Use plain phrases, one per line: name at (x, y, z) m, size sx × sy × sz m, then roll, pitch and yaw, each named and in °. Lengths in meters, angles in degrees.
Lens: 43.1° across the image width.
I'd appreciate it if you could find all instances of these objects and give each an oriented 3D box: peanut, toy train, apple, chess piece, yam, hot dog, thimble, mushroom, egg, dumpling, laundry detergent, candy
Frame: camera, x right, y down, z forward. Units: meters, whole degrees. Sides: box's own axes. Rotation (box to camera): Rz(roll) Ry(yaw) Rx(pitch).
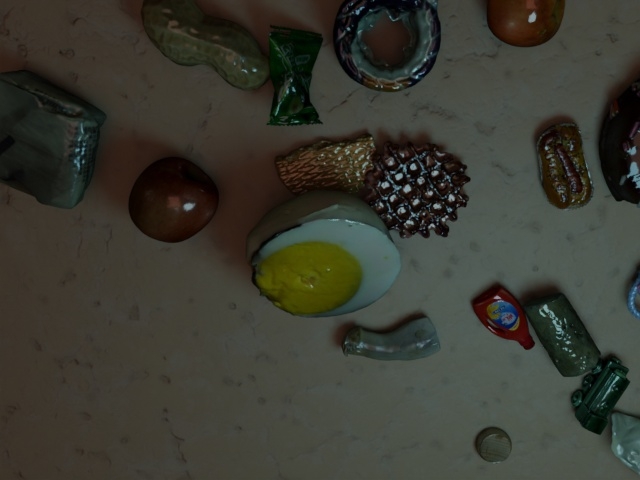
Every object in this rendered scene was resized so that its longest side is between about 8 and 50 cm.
peanut at (-0.238, -0.410, 1.690) m, size 0.298 × 0.120 × 0.136 m, roll 27°, pitch 127°, yaw -5°
toy train at (0.639, 0.348, 1.844) m, size 0.071 × 0.111 × 0.170 m, roll 25°, pitch 103°, yaw -9°
apple at (0.411, -0.469, 1.632) m, size 0.139 × 0.163 × 0.163 m, roll 12°, pitch 106°, yaw 28°
chess piece at (0.411, 0.486, 1.923) m, size 0.083 × 0.038 × 0.084 m, roll 1°, pitch 102°, yaw 4°
yam at (0.537, 0.202, 1.813) m, size 0.107 × 0.107 × 0.194 m, roll -32°, pitch 99°, yaw 9°
hot dog at (0.527, -0.158, 1.754) m, size 0.108 × 0.059 × 0.191 m, roll -17°, pitch 100°, yaw 2°
thimble at (0.141, -0.420, 1.656) m, size 0.237 × 0.150 × 0.237 m, roll 0°, pitch 102°, yaw 2°
mushroom at (0.159, 0.232, 1.851) m, size 0.223 × 0.081 × 0.092 m, roll -6°, pitch 122°, yaw 6°
egg at (0.000, 0.000, 1.730) m, size 0.337 × 0.201 × 0.337 m, roll -6°, pitch 142°, yaw -5°
dumpling at (0.745, 0.494, 1.859) m, size 0.229 × 0.151 × 0.124 m, roll 36°, pitch 129°, yaw -7°
laundry detergent at (0.425, 0.186, 1.844) m, size 0.097 × 0.049 × 0.165 m, roll -34°, pitch 102°, yaw 26°
apple at (-0.314, -0.085, 1.741) m, size 0.181 × 0.181 × 0.168 m, roll 31°, pitch 111°, yaw -5°
candy at (-0.059, -0.342, 1.700) m, size 0.078 × 0.141 × 0.203 m, roll 9°, pitch 103°, yaw 34°

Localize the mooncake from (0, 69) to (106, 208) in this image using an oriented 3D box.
mooncake at (-0.596, -0.216, 1.740) m, size 0.250 × 0.136 × 0.254 m, roll 23°, pitch 108°, yaw -2°

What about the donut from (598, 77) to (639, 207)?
donut at (0.755, -0.236, 1.687) m, size 0.345 × 0.136 × 0.259 m, roll -16°, pitch 106°, yaw 4°

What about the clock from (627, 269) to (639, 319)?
clock at (0.784, 0.123, 1.792) m, size 0.194 × 0.100 × 0.195 m, roll 27°, pitch 101°, yaw -1°

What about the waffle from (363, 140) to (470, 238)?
waffle at (0.211, -0.107, 1.772) m, size 0.234 × 0.055 × 0.221 m, roll 9°, pitch 107°, yaw -5°

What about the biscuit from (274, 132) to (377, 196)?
biscuit at (0.022, -0.151, 1.784) m, size 0.224 × 0.033 × 0.144 m, roll -16°, pitch 106°, yaw 5°
